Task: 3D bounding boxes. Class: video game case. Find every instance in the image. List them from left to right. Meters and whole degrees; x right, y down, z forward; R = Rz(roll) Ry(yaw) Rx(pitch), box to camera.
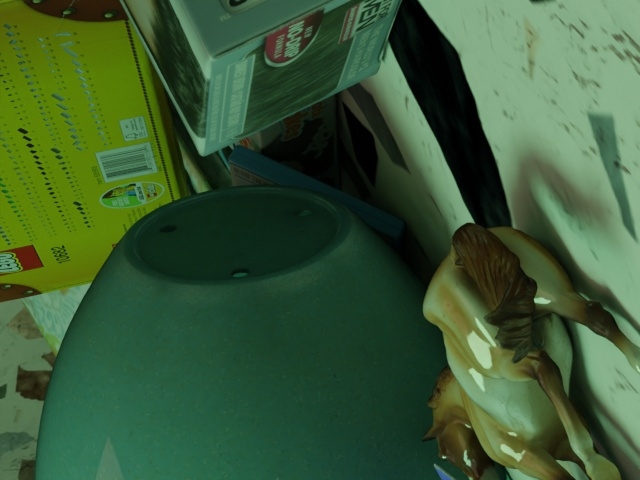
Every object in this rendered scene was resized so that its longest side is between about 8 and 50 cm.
[{"bbox_3d":[0.000,0.000,1.195,0.119,0.015,0.166,25,161,11],"label":"video game case"}]

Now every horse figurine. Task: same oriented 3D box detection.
[{"bbox_3d":[0.099,0.069,0.858,0.174,0.066,0.263,49,167,37],"label":"horse figurine"}]

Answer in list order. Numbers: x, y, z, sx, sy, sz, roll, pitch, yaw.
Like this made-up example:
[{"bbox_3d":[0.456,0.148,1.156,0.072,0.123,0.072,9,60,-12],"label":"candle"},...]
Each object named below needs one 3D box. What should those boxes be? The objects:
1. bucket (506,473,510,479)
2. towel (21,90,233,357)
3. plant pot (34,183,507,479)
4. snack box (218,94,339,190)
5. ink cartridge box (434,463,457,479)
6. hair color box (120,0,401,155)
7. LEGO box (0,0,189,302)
[{"bbox_3d":[0.047,0.237,1.274,0.281,0.183,0.281,61,172,15],"label":"bucket"},{"bbox_3d":[-0.145,0.034,1.636,0.320,0.090,0.374,58,140,19],"label":"towel"},{"bbox_3d":[-0.038,0.081,1.084,0.290,0.290,0.195,-132,32,-60],"label":"plant pot"},{"bbox_3d":[-0.056,-0.137,1.178,0.187,0.060,0.322,60,171,19],"label":"snack box"},{"bbox_3d":[0.143,0.229,0.917,0.208,0.045,0.206,30,156,53],"label":"ink cartridge box"},{"bbox_3d":[-0.094,-0.246,0.902,0.374,0.113,0.185,62,171,8],"label":"hair color box"},{"bbox_3d":[-0.228,-0.214,1.261,0.500,0.193,0.372,88,169,-70],"label":"LEGO box"}]
